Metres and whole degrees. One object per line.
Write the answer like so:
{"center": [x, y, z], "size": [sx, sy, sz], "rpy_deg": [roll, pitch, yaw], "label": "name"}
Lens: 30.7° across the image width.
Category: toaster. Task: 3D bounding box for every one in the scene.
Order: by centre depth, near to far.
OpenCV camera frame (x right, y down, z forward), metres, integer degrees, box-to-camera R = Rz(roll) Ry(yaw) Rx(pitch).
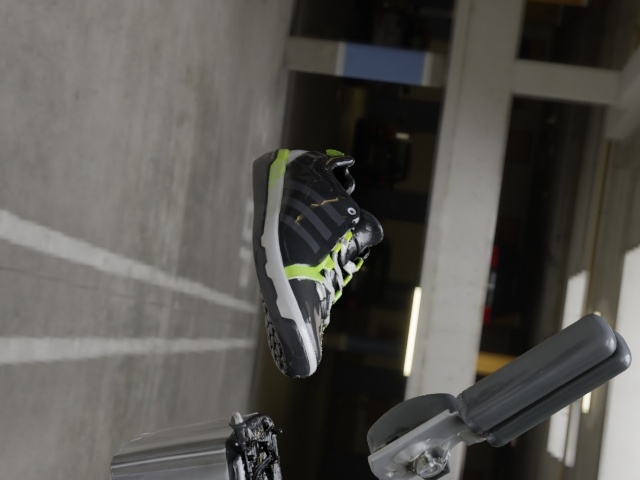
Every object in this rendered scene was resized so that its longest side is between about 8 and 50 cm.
{"center": [-0.086, 0.222, 0.925], "size": [0.168, 0.110, 0.186], "rpy_deg": [1, 81, -84], "label": "toaster"}

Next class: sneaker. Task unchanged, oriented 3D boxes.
{"center": [0.000, 0.000, 0.886], "size": [0.235, 0.097, 0.084], "rpy_deg": [-96, 179, -47], "label": "sneaker"}

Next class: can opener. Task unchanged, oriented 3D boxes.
{"center": [0.162, 0.149, 1.149], "size": [0.076, 0.283, 0.095], "rpy_deg": [37, 24, -43], "label": "can opener"}
